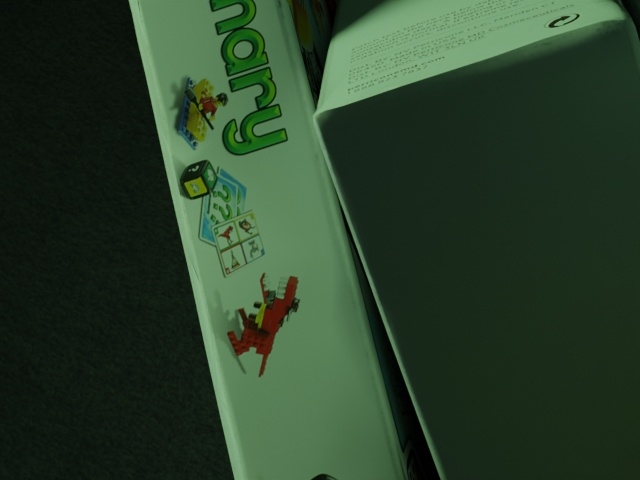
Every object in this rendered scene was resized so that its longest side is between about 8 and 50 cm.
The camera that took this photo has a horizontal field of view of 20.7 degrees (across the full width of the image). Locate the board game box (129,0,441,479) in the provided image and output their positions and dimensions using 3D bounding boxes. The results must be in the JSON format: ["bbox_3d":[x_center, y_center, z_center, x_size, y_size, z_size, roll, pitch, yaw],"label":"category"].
[{"bbox_3d":[0.000,0.000,0.616,0.193,0.053,0.305,42,-147,-71],"label":"board game box"}]

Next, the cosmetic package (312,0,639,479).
[{"bbox_3d":[0.105,0.072,0.640,0.284,0.097,0.377,-76,-32,-69],"label":"cosmetic package"}]

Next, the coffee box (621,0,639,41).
[{"bbox_3d":[0.306,0.013,0.582,0.338,0.337,0.334,-96,-15,-57],"label":"coffee box"}]
